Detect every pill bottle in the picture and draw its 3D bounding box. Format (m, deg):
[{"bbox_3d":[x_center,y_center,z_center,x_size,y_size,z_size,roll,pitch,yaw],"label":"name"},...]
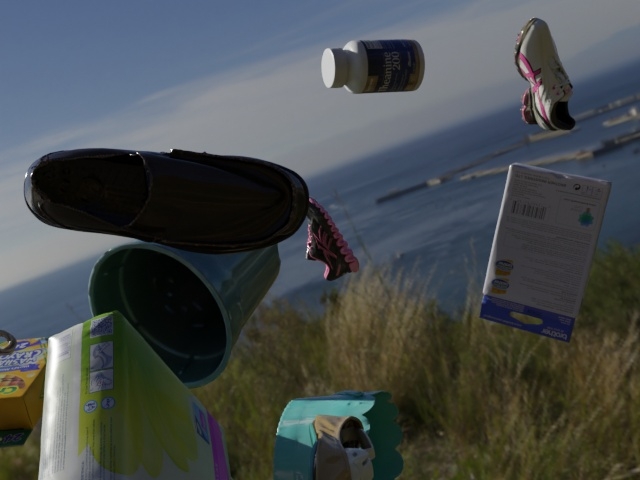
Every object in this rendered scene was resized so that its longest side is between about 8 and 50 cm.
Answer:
[{"bbox_3d":[0.066,-0.220,1.024,0.120,0.067,0.067,-6,0,-19],"label":"pill bottle"}]

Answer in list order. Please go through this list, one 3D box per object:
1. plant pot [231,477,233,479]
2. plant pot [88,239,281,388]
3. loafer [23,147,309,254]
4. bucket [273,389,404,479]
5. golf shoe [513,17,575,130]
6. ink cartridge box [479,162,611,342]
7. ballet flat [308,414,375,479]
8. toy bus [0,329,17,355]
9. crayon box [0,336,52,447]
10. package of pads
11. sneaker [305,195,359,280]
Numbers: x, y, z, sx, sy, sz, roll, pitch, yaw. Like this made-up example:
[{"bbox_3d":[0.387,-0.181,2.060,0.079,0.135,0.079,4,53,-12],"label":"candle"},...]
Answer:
[{"bbox_3d":[-0.334,0.407,1.511,0.276,0.253,0.276,-21,9,4],"label":"plant pot"},{"bbox_3d":[-0.268,0.087,1.774,0.341,0.341,0.334,-17,18,31],"label":"plant pot"},{"bbox_3d":[-0.117,-0.029,0.610,0.220,0.080,0.078,1,0,-6],"label":"loafer"},{"bbox_3d":[0.039,0.417,1.519,0.183,0.281,0.281,-2,10,19],"label":"bucket"},{"bbox_3d":[0.338,-0.243,1.188,0.067,0.186,0.086,-43,45,-20],"label":"golf shoe"},{"bbox_3d":[0.424,0.021,1.539,0.186,0.311,0.065,14,11,20],"label":"ink cartridge box"},{"bbox_3d":[0.024,0.238,0.882,0.073,0.080,0.232,-8,8,0],"label":"ballet flat"},{"bbox_3d":[-0.527,0.166,1.029,0.191,0.202,0.104,-51,-13,-46],"label":"toy bus"},{"bbox_3d":[-0.672,0.315,1.707,0.203,0.083,0.323,-6,21,4],"label":"crayon box"},{"bbox_3d":[-0.183,0.250,0.851,0.101,0.296,0.229,-19,49,7],"label":"package of pads"},{"bbox_3d":[0.000,0.000,1.029,0.057,0.119,0.047,-31,8,2],"label":"sneaker"}]
